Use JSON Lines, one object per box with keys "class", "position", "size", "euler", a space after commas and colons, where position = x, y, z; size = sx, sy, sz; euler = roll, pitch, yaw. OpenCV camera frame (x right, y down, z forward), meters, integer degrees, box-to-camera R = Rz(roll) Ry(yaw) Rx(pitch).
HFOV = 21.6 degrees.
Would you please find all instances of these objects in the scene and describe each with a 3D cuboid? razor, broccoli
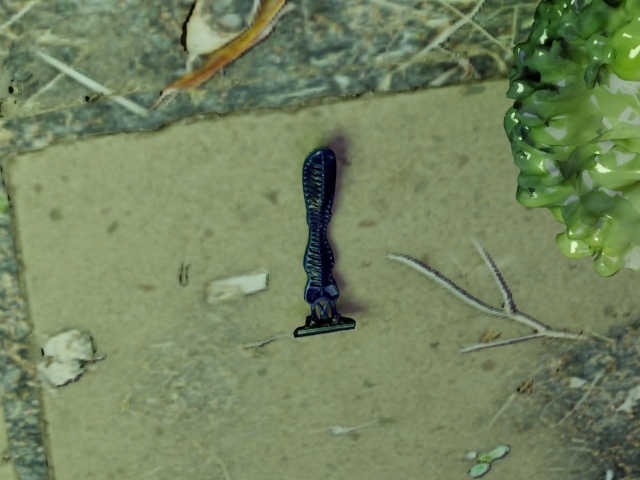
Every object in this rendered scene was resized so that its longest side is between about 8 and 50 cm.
{"class": "razor", "position": [-0.001, -0.002, 1.109], "size": [0.044, 0.028, 0.155], "euler": [-10, 128, -10]}
{"class": "broccoli", "position": [0.269, -0.101, 0.921], "size": [0.281, 0.293, 0.348], "euler": [44, 97, -1]}
